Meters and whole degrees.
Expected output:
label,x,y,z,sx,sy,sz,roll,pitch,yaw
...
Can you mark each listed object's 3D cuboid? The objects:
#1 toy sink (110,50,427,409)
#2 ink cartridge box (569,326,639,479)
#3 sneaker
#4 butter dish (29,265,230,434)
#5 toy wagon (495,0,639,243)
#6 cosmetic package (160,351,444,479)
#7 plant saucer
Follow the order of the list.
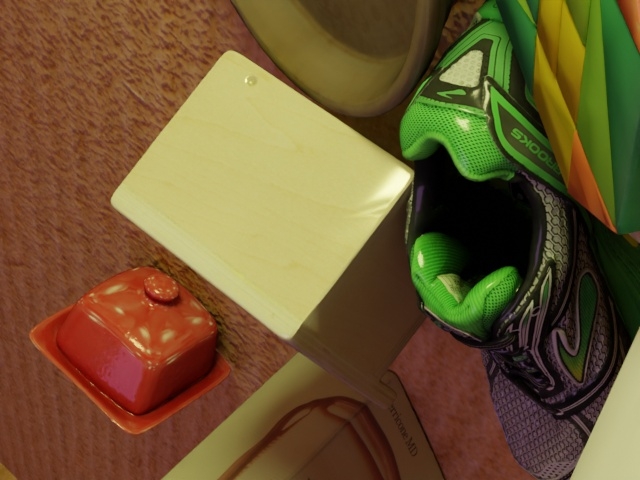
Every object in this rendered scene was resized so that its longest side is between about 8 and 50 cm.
label,x,y,z,sx,sy,sz,roll,pitch,yaw
toy sink,0.000,0.000,0.817,0.152,0.131,0.234,36,176,25
ink cartridge box,0.222,0.157,0.461,0.272,0.115,0.198,20,106,-4
sneaker,0.107,0.023,0.711,0.134,0.146,0.344,23,143,40
butter dish,-0.170,0.081,1.208,0.160,0.160,0.118,41,128,16
toy wagon,0.113,-0.104,0.437,0.267,0.068,0.344,75,-179,-61
cosmetic package,-0.046,0.244,1.043,0.129,0.296,0.153,10,134,49
plant saucer,-0.012,-0.199,0.658,0.278,0.041,0.278,49,155,32
